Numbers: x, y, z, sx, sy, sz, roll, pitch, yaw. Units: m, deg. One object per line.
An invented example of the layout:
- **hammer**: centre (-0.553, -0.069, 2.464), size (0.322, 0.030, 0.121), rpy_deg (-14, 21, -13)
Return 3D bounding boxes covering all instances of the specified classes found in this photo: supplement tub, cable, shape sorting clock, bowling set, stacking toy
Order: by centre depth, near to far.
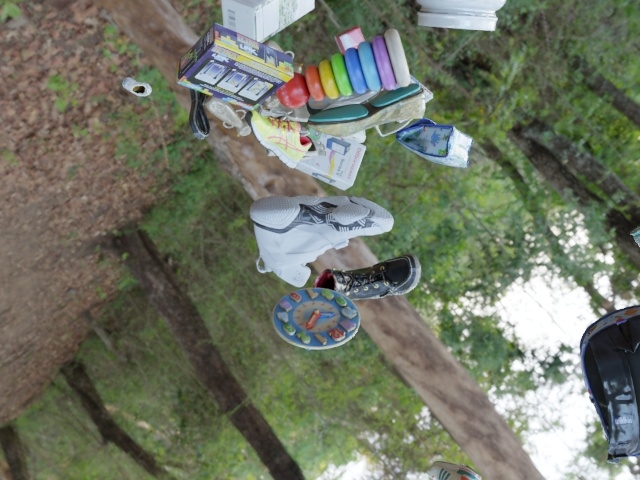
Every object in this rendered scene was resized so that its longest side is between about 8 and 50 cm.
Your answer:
- **shape sorting clock**: centre (-0.010, 0.176, 1.499), size (0.206, 0.206, 0.040), rpy_deg (-39, 147, -42)
- **stacking toy**: centre (0.047, -0.402, 1.588), size (0.330, 0.141, 0.141), rpy_deg (-16, -177, 10)
- **supplement tub**: centre (0.358, -0.698, 1.600), size (0.235, 0.235, 0.325), rpy_deg (-38, 136, -62)
- **bowling set**: centre (-0.179, -0.452, 1.785), size (0.287, 0.154, 0.200), rpy_deg (-35, -142, 24)
- **cable**: centre (-0.340, -0.416, 1.855), size (0.072, 0.139, 0.287), rpy_deg (-24, -141, 17)

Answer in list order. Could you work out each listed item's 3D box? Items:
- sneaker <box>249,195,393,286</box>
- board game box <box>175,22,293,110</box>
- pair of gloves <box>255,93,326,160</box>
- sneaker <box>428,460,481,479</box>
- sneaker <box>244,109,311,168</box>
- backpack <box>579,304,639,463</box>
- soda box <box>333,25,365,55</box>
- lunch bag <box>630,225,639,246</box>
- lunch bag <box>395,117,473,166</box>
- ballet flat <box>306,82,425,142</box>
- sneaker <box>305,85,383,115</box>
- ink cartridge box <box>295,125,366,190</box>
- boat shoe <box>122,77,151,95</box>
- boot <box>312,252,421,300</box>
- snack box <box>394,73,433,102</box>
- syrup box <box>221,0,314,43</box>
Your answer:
- **sneaker**: centre (0.000, 0.000, 1.669), size (0.137, 0.365, 0.210), rpy_deg (-93, -174, -63)
- **board game box**: centre (-0.158, -0.315, 1.188), size (0.170, 0.048, 0.141), rpy_deg (14, 152, -38)
- **pair of gloves**: centre (-0.092, -0.342, 1.923), size (0.204, 0.240, 0.042), rpy_deg (5, 145, -31)
- **sneaker**: centre (0.283, 0.538, 1.425), size (0.075, 0.057, 0.161), rpy_deg (-53, -167, -29)
- **sneaker**: centre (-0.097, -0.259, 1.527), size (0.094, 0.082, 0.208), rpy_deg (-38, 143, 14)
- **backpack**: centre (0.649, 0.262, 1.279), size (0.276, 0.264, 0.213), rpy_deg (-24, -177, 16)
- **soda box**: centre (0.150, -0.689, 2.497), size (0.092, 0.263, 0.083), rpy_deg (-29, -156, -4)
- **lunch bag**: centre (0.943, 0.005, 1.601), size (0.160, 0.224, 0.262), rpy_deg (-29, 168, -11)
- **lunch bag**: centre (0.275, -0.237, 1.568), size (0.128, 0.151, 0.097), rpy_deg (12, 90, -53)
- **ballet flat**: centre (0.137, -0.337, 1.805), size (0.348, 0.123, 0.123), rpy_deg (-19, 175, -8)
- **sneaker**: centre (0.075, -0.441, 1.932), size (0.271, 0.108, 0.100), rpy_deg (-28, -173, -22)
- **ink cartridge box**: centre (0.027, -0.285, 2.190), size (0.155, 0.212, 0.093), rpy_deg (-69, -165, -11)
- **boat shoe**: centre (-0.418, -0.350, 1.497), size (0.035, 0.035, 0.100), rpy_deg (-52, 168, 8)
- **boot**: centre (0.165, 0.146, 2.376), size (0.284, 0.138, 0.377), rpy_deg (-2, 167, -30)
- **snack box**: centre (0.253, -0.462, 1.916), size (0.064, 0.178, 0.022), rpy_deg (-28, -136, 40)
- **syrup box**: centre (-0.114, -0.541, 1.462), size (0.237, 0.096, 0.093), rpy_deg (-48, 154, -37)
